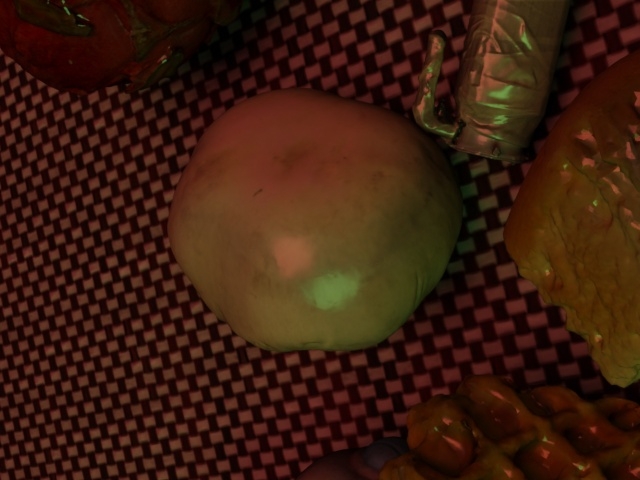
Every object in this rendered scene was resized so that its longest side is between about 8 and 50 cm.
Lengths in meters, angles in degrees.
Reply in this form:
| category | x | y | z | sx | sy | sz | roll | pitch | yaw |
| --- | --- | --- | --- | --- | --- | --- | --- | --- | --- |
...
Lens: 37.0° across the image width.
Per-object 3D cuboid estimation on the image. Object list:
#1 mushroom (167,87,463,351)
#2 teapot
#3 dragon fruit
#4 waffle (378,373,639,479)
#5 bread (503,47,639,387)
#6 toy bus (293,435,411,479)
| category | x | y | z | sx | sy | sz | roll | pitch | yaw |
| --- | --- | --- | --- | --- | --- | --- | --- | --- | --- |
| mushroom | 0.000 | 0.000 | 0.835 | 0.253 | 0.234 | 0.260 | -10 | 46 | 6 |
| teapot | 0.139 | -0.166 | 0.766 | 0.107 | 0.077 | 0.201 | 9 | 101 | -8 |
| dragon fruit | -0.193 | -0.283 | 0.883 | 0.342 | 0.277 | 0.277 | -47 | 69 | 17 |
| waffle | 0.189 | 0.235 | 0.655 | 0.324 | 0.261 | 0.151 | 13 | 142 | 1 |
| bread | 0.250 | -0.042 | 0.674 | 0.262 | 0.162 | 0.204 | -41 | 60 | 15 |
| toy bus | 0.062 | 0.298 | 0.817 | 0.294 | 0.197 | 0.232 | 32 | 101 | 29 |
